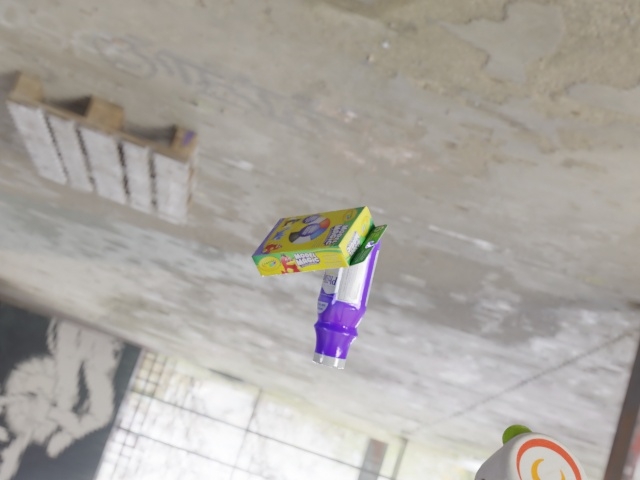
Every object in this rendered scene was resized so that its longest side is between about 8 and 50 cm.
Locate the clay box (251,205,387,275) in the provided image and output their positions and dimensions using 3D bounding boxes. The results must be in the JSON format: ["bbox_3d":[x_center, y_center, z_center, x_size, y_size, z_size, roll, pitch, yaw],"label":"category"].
[{"bbox_3d":[0.000,0.000,1.982,0.222,0.127,0.053,-9,120,33],"label":"clay box"}]

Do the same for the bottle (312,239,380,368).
[{"bbox_3d":[0.046,0.113,2.232,0.092,0.283,0.118,14,179,-17],"label":"bottle"}]

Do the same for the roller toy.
[{"bbox_3d":[0.390,0.473,2.076,0.191,0.209,0.146,34,135,-1],"label":"roller toy"}]
